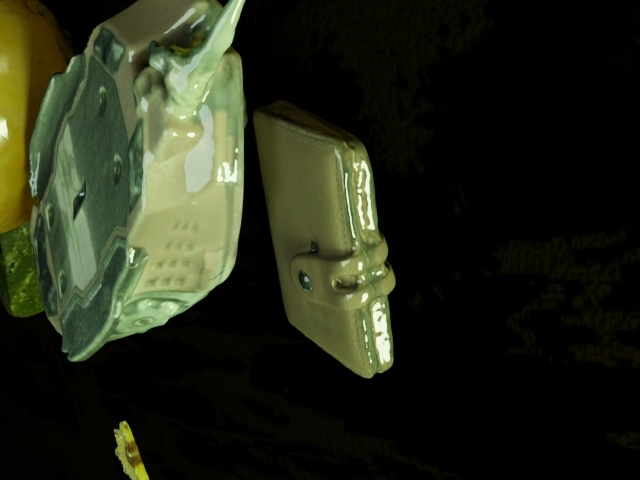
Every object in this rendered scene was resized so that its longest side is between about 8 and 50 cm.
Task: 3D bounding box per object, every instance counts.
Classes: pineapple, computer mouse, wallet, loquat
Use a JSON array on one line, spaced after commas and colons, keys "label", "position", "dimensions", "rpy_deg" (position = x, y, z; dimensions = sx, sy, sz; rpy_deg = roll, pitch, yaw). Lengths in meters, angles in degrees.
[{"label": "pineapple", "position": [-0.233, 0.260, 1.227], "dimensions": [0.045, 0.019, 0.083], "rpy_deg": [-24, 86, 57]}, {"label": "computer mouse", "position": [-0.107, -0.050, 0.686], "dimensions": [0.389, 0.115, 0.199], "rpy_deg": [-46, 57, 49]}, {"label": "wallet", "position": [0.000, 0.000, 0.597], "dimensions": [0.118, 0.039, 0.152], "rpy_deg": [29, 132, 55]}, {"label": "loquat", "position": [-0.308, -0.115, 0.874], "dimensions": [0.235, 0.235, 0.235], "rpy_deg": [41, 142, 43]}]

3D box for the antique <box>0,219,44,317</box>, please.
[{"label": "antique", "position": [-0.357, -0.001, 1.206], "dimensions": [0.081, 0.080, 0.221], "rpy_deg": [53, 150, 30]}]
